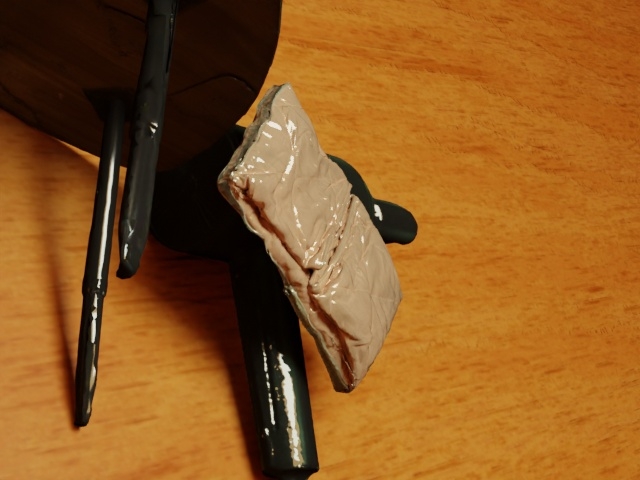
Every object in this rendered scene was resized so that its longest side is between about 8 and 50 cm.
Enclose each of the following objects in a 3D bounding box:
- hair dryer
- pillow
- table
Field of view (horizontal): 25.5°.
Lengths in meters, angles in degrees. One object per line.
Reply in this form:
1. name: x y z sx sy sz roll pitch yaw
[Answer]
1. hair dryer: -0.015 0.061 1.186 0.244 0.116 0.302 14 62 -47
2. pillow: 0.000 0.000 1.106 0.232 0.043 0.126 60 37 -28
3. table: -0.175 -0.058 0.920 0.317 0.317 0.249 33 53 -32
